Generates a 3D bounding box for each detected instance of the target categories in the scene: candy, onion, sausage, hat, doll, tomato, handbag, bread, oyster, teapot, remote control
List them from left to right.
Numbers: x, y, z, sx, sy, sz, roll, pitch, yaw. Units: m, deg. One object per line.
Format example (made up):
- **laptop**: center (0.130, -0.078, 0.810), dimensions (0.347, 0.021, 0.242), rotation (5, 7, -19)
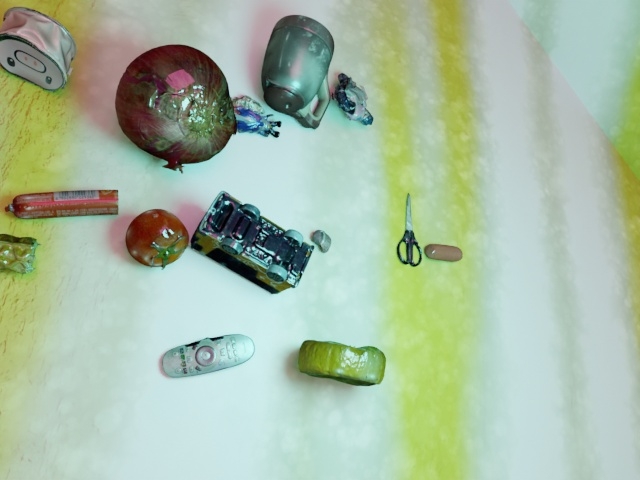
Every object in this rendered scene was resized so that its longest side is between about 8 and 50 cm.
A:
- **bread**: center (-0.845, 0.020, 1.166), dimensions (0.270, 0.087, 0.098), rotation (9, 69, -23)
- **handbag**: center (-0.803, -0.536, 1.343), dimensions (0.205, 0.179, 0.116), rotation (23, 55, -23)
- **sausage**: center (-0.694, -0.097, 1.290), dimensions (0.274, 0.074, 0.074), rotation (-6, 74, -28)
- **tomato**: center (-0.457, -0.007, 1.330), dimensions (0.167, 0.167, 0.167), rotation (9, 68, -23)
- **onion**: center (-0.415, -0.380, 1.396), dimensions (0.354, 0.354, 0.353), rotation (9, 68, -23)
- **remote control**: center (-0.310, 0.321, 1.336), dimensions (0.256, 0.045, 0.097), rotation (-5, 73, -24)
- **oyster**: center (-0.256, -0.466, 1.655), dimensions (0.100, 0.037, 0.098), rotation (-34, 88, -31)
- **doll**: center (-0.230, -0.404, 1.631), dimensions (0.195, 0.070, 0.095), rotation (11, 98, -25)
- **teapot**: center (-0.074, -0.569, 1.699), dimensions (0.315, 0.233, 0.312), rotation (35, 63, -43)
- **hat**: center (0.000, 0.002, 1.609), dimensions (0.058, 0.042, 0.087), rotation (-57, 134, -30)
- **candy**: center (0.061, 0.350, 1.379), dimensions (0.260, 0.260, 0.118), rotation (16, 70, -20)
- **sausage**: center (0.466, 0.046, 1.795), dimensions (0.154, 0.062, 0.062), rotation (7, 69, -24)

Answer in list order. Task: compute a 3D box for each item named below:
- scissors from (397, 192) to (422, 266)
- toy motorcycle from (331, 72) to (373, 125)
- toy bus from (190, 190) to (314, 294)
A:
- **scissors**: center (0.335, -0.047, 1.792), dimensions (0.109, 0.022, 0.299), rotation (15, 65, -24)
- **toy motorcycle**: center (0.129, -0.522, 1.823), dimensions (0.204, 0.108, 0.239), rotation (42, 49, -27)
- **toy bus**: center (-0.207, 0.015, 1.412), dimensions (0.323, 0.194, 0.161), rotation (32, 62, -16)
